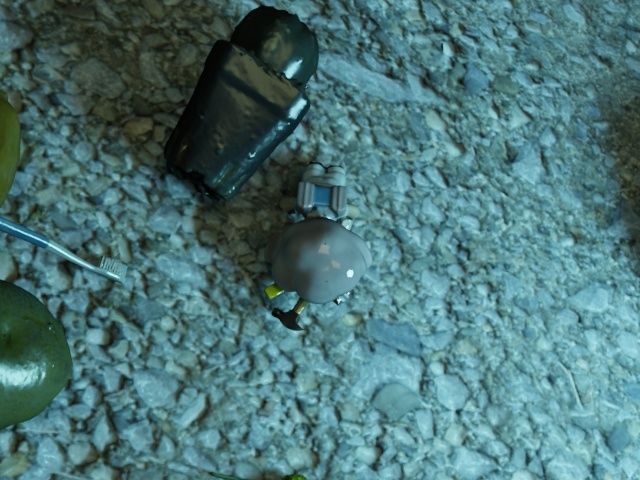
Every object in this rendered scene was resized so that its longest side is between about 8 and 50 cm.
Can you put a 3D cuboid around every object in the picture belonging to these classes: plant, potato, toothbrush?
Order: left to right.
[{"bbox_3d":[-0.387,0.125,1.023,0.235,0.160,0.178,18,95,-29],"label":"potato"},{"bbox_3d":[-0.330,-0.007,1.077,0.275,0.019,0.025,29,68,-42],"label":"toothbrush"},{"bbox_3d":[-0.092,-0.175,1.202,0.142,0.164,0.256,30,83,-5],"label":"plant"}]

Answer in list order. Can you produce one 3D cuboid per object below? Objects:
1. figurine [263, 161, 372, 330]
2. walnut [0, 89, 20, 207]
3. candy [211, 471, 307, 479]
[{"bbox_3d":[0.000,0.000,1.215,0.137,0.112,0.229,11,62,-11],"label":"figurine"},{"bbox_3d":[-0.425,-0.069,1.072,0.137,0.137,0.245,27,71,-11],"label":"walnut"},{"bbox_3d":[-0.073,0.296,1.152,0.123,0.035,0.035,11,62,-7],"label":"candy"}]
